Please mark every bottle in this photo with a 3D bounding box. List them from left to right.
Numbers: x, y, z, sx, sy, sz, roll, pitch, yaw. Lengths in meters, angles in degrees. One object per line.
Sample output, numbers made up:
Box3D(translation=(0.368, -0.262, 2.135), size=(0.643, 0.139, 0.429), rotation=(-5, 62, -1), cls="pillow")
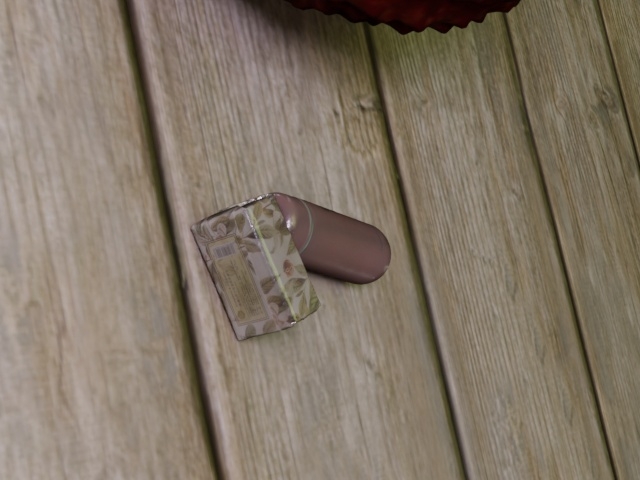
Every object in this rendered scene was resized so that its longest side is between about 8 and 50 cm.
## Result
Box3D(translation=(0.000, 0.000, 0.955), size=(0.140, 0.053, 0.053), rotation=(17, 61, -50), cls="bottle")

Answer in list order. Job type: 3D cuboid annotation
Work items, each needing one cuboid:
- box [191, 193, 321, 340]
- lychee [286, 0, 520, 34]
Box3D(translation=(-0.047, 0.020, 0.871), size=(0.045, 0.062, 0.098), rotation=(-32, 103, -54), cls="box")
Box3D(translation=(0.086, -0.379, 0.925), size=(0.500, 0.424, 0.425), rotation=(-41, 110, -37), cls="lychee")
